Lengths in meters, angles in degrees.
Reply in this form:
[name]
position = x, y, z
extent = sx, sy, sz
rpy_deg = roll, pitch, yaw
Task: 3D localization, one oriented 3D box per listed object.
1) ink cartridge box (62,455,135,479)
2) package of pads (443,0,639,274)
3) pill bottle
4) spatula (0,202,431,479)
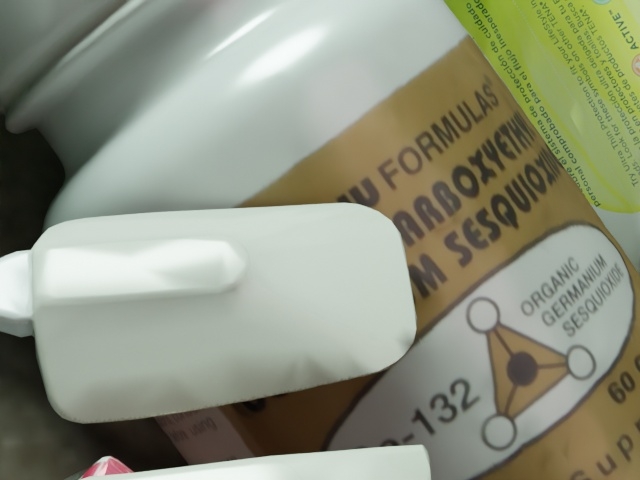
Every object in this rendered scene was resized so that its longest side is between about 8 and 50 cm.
[ink cartridge box]
position = -0.014, 0.191, 0.348
extent = 0.237, 0.100, 0.172
rpy_deg = 41, 48, -16
[package of pads]
position = 0.127, -0.128, 0.641
extent = 0.229, 0.101, 0.296
rpy_deg = -28, 87, -46
[pill bottle]
position = 0.000, 0.000, 0.442
extent = 0.229, 0.131, 0.131
rpy_deg = 54, 45, -3
[spatula]
position = -0.094, 0.060, 0.311
extent = 0.242, 0.019, 0.168
rpy_deg = -5, 52, -4
